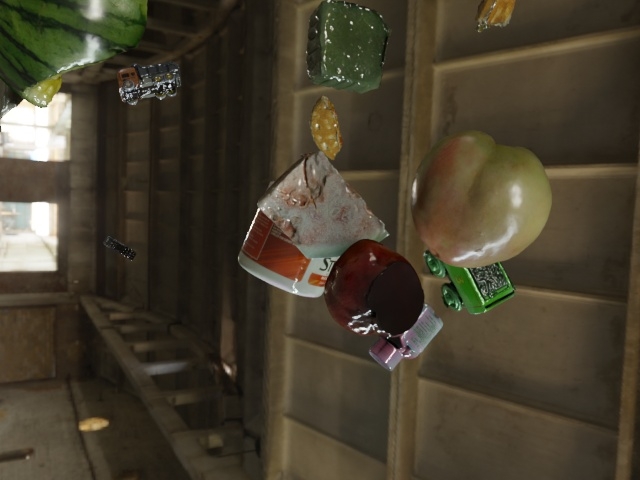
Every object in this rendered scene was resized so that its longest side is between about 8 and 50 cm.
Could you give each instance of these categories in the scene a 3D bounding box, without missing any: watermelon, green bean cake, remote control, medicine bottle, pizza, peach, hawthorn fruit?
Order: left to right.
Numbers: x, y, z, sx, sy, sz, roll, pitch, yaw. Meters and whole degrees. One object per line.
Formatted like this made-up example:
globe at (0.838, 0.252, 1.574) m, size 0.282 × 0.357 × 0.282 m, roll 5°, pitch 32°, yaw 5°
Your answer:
watermelon at (-0.443, -0.391, 0.884) m, size 0.331 × 0.189 × 0.330 m, roll -4°, pitch -99°, yaw 27°
remote control at (-0.583, 0.024, 1.606) m, size 0.014 × 0.096 × 0.039 m, roll -46°, pitch -161°, yaw 36°
medicine bottle at (-0.064, -0.003, 1.468) m, size 0.252 × 0.253 × 0.240 m, roll 32°, pitch -80°, yaw 57°
watermelon at (-0.001, -0.096, 1.215) m, size 0.193 × 0.232 × 0.310 m, roll -40°, pitch -116°, yaw 21°
pizza at (0.023, -0.408, 2.013) m, size 0.127 × 0.058 × 0.246 m, roll -3°, pitch -54°, yaw 32°
green bean cake at (0.077, -0.540, 1.543) m, size 0.125 × 0.223 × 0.227 m, roll -165°, pitch -100°, yaw -68°
hawthorn fruit at (0.101, 0.080, 1.106) m, size 0.251 × 0.190 × 0.189 m, roll -101°, pitch -156°, yaw -61°
medicine bottle at (0.217, 0.248, 1.455) m, size 0.188 × 0.094 × 0.119 m, roll -46°, pitch -157°, yaw -14°
peach at (0.331, -0.082, 1.176) m, size 0.247 × 0.292 × 0.292 m, roll 149°, pitch -59°, yaw -88°
pizza at (0.412, -0.550, 1.274) m, size 0.052 × 0.195 × 0.185 m, roll 35°, pitch -83°, yaw 20°

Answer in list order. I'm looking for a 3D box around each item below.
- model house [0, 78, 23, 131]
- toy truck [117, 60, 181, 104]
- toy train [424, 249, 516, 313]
model house at (-0.664, -0.317, 1.099) m, size 0.229 × 0.122 × 0.188 m, roll -103°, pitch -161°, yaw -55°
toy truck at (-0.525, -0.490, 1.703) m, size 0.083 × 0.192 × 0.092 m, roll 110°, pitch -39°, yaw -65°
toy train at (0.383, 0.078, 1.447) m, size 0.243 × 0.132 × 0.188 m, roll 63°, pitch -17°, yaw 5°
